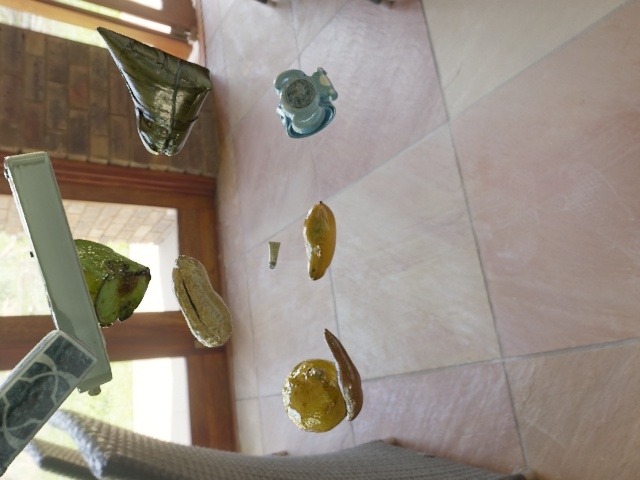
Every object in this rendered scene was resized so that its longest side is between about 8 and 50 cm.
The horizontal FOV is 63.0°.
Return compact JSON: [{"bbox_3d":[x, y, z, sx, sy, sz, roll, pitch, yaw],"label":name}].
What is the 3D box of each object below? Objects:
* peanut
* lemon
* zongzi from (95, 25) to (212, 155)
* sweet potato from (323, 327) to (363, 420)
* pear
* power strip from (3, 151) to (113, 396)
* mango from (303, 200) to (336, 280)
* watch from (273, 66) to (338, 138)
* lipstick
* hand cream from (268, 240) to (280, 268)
[{"bbox_3d":[-0.212,0.106,0.925,0.080,0.080,0.174,-33,83,50],"label":"peanut"},{"bbox_3d":[-0.008,0.410,1.385,0.257,0.188,0.188,98,154,-52],"label":"lemon"},{"bbox_3d":[-0.428,-0.344,1.251,0.251,0.274,0.125,-58,33,26],"label":"zongzi"},{"bbox_3d":[0.063,0.328,1.236,0.078,0.058,0.255,18,129,58],"label":"sweet potato"},{"bbox_3d":[-0.629,0.104,1.402,0.255,0.238,0.164,27,99,9],"label":"pear"},{"bbox_3d":[-0.390,0.061,0.791,0.091,0.062,0.385,10,114,57],"label":"power strip"},{"bbox_3d":[0.000,0.000,1.245,0.075,0.098,0.190,9,108,31],"label":"mango"},{"bbox_3d":[-0.037,-0.405,1.599,0.193,0.211,0.211,57,-154,-74],"label":"watch"},{"bbox_3d":[-0.396,0.237,0.632,0.076,0.077,0.290,-19,31,55],"label":"lipstick"},{"bbox_3d":[-0.128,0.038,1.422,0.102,0.035,0.022,-91,9,-50],"label":"hand cream"}]
